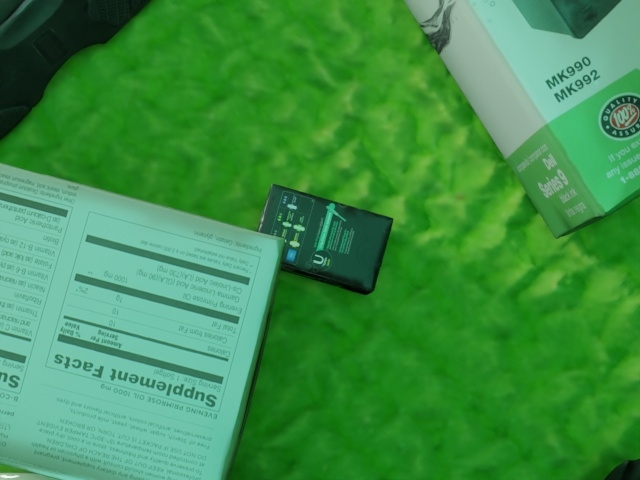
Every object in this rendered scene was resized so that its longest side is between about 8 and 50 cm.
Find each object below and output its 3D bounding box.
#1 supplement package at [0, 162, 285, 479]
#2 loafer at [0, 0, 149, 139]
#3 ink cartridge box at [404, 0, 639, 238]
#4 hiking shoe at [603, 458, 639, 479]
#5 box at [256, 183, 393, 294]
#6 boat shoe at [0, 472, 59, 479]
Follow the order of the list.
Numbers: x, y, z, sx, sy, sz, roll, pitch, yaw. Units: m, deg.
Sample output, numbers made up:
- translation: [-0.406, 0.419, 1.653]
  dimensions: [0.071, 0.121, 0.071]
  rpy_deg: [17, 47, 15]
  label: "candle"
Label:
- translation: [-0.135, 0.055, 0.788]
  dimensions: [0.204, 0.262, 0.145]
  rpy_deg: [15, 84, -1]
  label: "supplement package"
- translation: [-0.225, -0.136, 0.895]
  dimensions: [0.302, 0.109, 0.095]
  rpy_deg: [-41, 68, -11]
  label: "loafer"
- translation: [0.174, -0.180, 0.892]
  dimensions: [0.211, 0.121, 0.289]
  rpy_deg: [-32, 86, -5]
  label: "ink cartridge box"
- translation: [0.303, 0.234, 0.884]
  dimensions: [0.304, 0.113, 0.132]
  rpy_deg: [16, 114, -7]
  label: "hiking shoe"
- translation: [0.000, 0.000, 0.898]
  dimensions: [0.083, 0.062, 0.052]
  rpy_deg: [16, 85, 0]
  label: "box"
- translation: [-0.055, 0.224, 0.845]
  dimensions: [0.340, 0.127, 0.113]
  rpy_deg: [14, 73, -10]
  label: "boat shoe"
